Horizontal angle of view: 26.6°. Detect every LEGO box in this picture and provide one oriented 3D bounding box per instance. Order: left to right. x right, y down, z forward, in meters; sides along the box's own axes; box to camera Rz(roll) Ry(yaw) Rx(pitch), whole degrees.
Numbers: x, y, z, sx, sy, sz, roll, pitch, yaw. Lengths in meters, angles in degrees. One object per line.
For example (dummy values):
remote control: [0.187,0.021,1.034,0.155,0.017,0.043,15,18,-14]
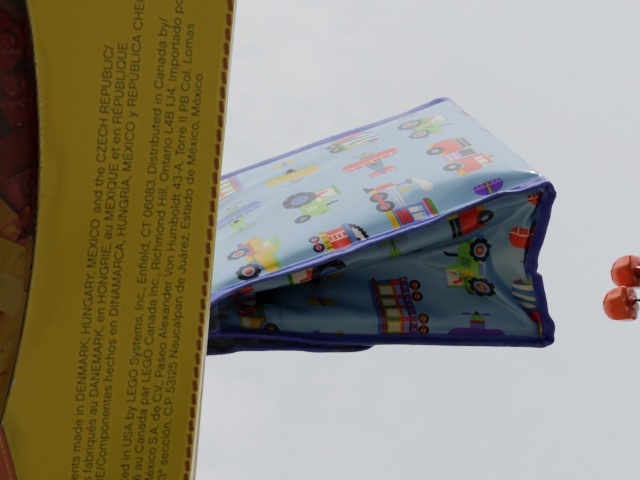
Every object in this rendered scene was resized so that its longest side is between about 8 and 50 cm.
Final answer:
LEGO box: [-0.198,-0.035,0.560,0.193,0.372,0.500,1,-81,-29]

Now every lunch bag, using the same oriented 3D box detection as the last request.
lunch bag: [0.000,0.000,1.027,0.293,0.221,0.138,-9,-67,-11]

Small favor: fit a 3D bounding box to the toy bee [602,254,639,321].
toy bee: [0.247,0.013,0.748,0.298,0.162,0.195,54,-133,1]
